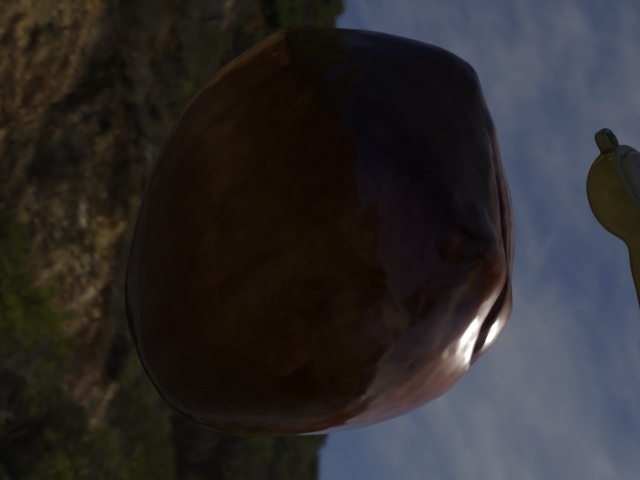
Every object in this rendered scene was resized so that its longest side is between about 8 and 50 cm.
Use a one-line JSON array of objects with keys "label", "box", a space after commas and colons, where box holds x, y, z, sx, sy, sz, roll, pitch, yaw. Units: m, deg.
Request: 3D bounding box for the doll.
[{"label": "doll", "box": [0.360, 0.015, 1.397, 0.117, 0.141, 0.296, -26, -95, 39]}]

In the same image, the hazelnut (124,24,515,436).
[{"label": "hazelnut", "box": [0.000, 0.000, 1.120, 0.315, 0.372, 0.372, 51, -17, 4]}]
